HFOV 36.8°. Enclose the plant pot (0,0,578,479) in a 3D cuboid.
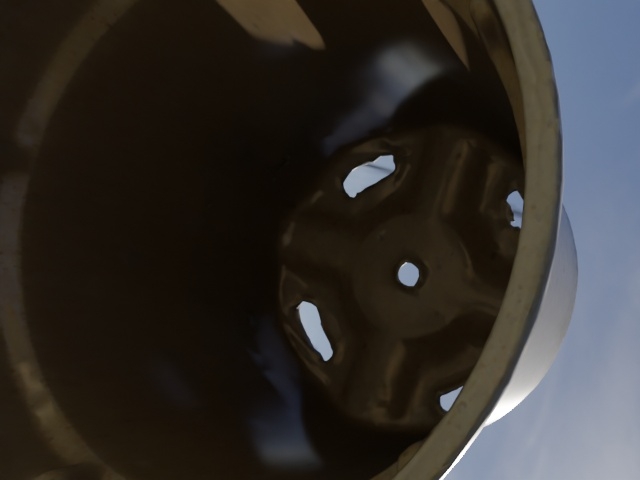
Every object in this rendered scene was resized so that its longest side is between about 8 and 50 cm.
[{"bbox_3d":[0.000,0.000,0.527,0.305,0.334,0.333,18,84,-61],"label":"plant pot"}]
